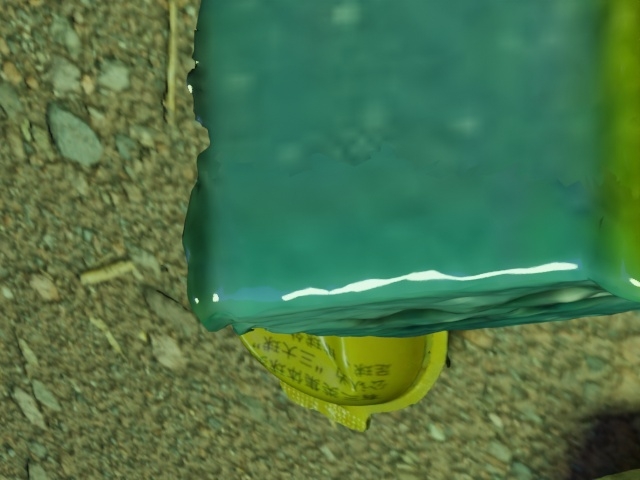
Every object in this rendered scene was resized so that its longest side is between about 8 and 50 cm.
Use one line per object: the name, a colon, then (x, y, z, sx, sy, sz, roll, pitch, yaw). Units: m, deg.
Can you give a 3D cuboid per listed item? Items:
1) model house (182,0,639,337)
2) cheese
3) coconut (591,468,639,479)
model house: (0.109, -0.087, 0.650, 0.303, 0.215, 0.237, -4, 83, 24)
cheese: (0.000, 0.000, 1.018, 0.177, 0.069, 0.270, 23, 134, 30)
coconut: (0.178, 0.230, 0.922, 0.230, 0.227, 0.227, 1, 123, 44)
